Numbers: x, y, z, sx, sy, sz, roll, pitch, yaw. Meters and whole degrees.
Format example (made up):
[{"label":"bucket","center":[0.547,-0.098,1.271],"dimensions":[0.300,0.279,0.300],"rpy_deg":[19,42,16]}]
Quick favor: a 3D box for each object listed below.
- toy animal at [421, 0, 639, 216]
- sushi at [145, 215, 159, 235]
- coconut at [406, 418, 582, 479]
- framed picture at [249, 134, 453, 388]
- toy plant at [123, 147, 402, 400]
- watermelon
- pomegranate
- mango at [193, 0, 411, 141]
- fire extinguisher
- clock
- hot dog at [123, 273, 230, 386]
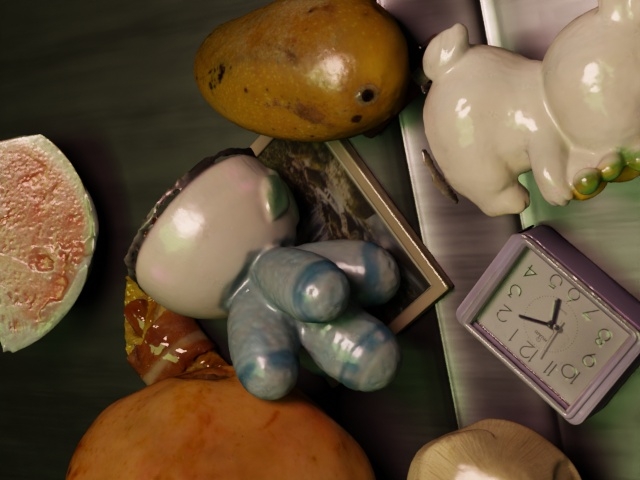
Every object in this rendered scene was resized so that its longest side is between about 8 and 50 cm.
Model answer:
[{"label":"toy animal","center":[0.255,-0.167,1.228],"dimensions":[0.310,0.183,0.247],"rpy_deg":[-28,83,35]},{"label":"sushi","center":[-0.223,0.013,1.681],"dimensions":[0.050,0.047,0.099],"rpy_deg":[0,99,53]},{"label":"coconut","center":[0.195,0.305,1.345],"dimensions":[0.224,0.224,0.224],"rpy_deg":[8,104,33]},{"label":"framed picture","center":[0.000,0.000,1.539],"dimensions":[0.240,0.020,0.324],"rpy_deg":[-43,75,33]},{"label":"toy plant","center":[-0.041,0.068,1.438],"dimensions":[0.332,0.247,0.247],"rpy_deg":[39,119,20]},{"label":"watermelon","center":[-0.429,0.001,1.739],"dimensions":[0.224,0.180,0.305],"rpy_deg":[-3,100,50]},{"label":"pomegranate","center":[-0.134,0.359,1.480],"dimensions":[0.412,0.411,0.411],"rpy_deg":[8,104,33]},{"label":"mango","center":[-0.038,-0.213,1.428],"dimensions":[0.330,0.176,0.175],"rpy_deg":[8,112,34]},{"label":"fire extinguisher","center":[0.104,-0.192,1.424],"dimensions":[0.173,0.035,0.049],"rpy_deg":[-43,37,33]},{"label":"clock","center":[0.266,0.094,1.341],"dimensions":[0.193,0.073,0.144],"rpy_deg":[42,119,20]},{"label":"hot dog","center":[-0.214,0.158,1.674],"dimensions":[0.261,0.093,0.123],"rpy_deg":[49,123,17]}]
